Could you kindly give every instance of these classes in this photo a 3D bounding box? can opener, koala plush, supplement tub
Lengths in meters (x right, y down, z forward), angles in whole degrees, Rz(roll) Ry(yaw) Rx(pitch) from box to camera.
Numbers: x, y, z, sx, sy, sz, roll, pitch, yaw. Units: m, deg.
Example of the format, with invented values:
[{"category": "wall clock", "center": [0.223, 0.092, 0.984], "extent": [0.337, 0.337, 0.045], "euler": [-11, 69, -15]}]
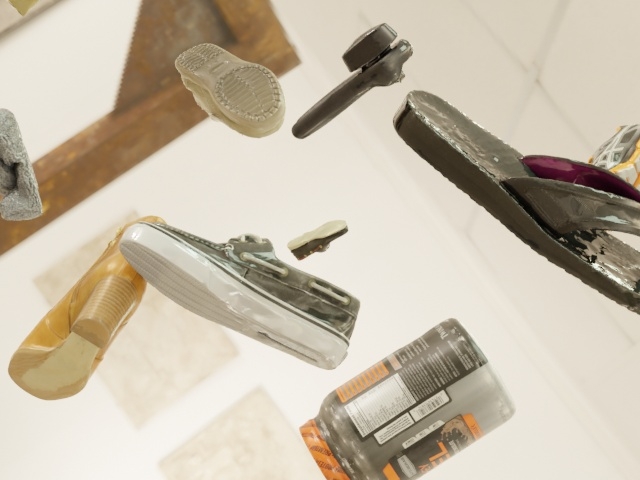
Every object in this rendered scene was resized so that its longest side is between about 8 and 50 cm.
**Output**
[{"category": "can opener", "center": [0.036, -0.186, 1.373], "extent": [0.073, 0.186, 0.059], "euler": [50, 29, 0]}, {"category": "koala plush", "center": [-0.660, -0.131, 2.127], "extent": [0.196, 0.221, 0.203], "euler": [-129, -155, -63]}, {"category": "supplement tub", "center": [0.146, 0.301, 1.949], "extent": [0.207, 0.338, 0.207], "euler": [58, -1, 2]}]

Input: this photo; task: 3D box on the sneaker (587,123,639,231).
[{"category": "sneaker", "center": [0.398, -0.085, 1.552], "extent": [0.083, 0.215, 0.084], "euler": [18, -38, 48]}]

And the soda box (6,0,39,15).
[{"category": "soda box", "center": [-0.414, -0.429, 1.709], "extent": [0.061, 0.181, 0.058], "euler": [43, -4, 18]}]

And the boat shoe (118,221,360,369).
[{"category": "boat shoe", "center": [-0.101, 0.050, 1.489], "extent": [0.335, 0.119, 0.121], "euler": [30, -24, -16]}]

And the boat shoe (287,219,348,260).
[{"category": "boat shoe", "center": [0.000, -0.001, 2.160], "extent": [0.042, 0.133, 0.049], "euler": [55, 28, -21]}]

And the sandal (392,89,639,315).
[{"category": "sandal", "center": [0.289, -0.052, 1.357], "extent": [0.446, 0.107, 0.167], "euler": [36, 26, 0]}]

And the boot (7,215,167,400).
[{"category": "boot", "center": [-0.317, 0.095, 1.594], "extent": [0.104, 0.211, 0.295], "euler": [39, -44, -14]}]

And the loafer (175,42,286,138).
[{"category": "loafer", "center": [-0.129, -0.223, 1.752], "extent": [0.268, 0.102, 0.092], "euler": [44, -18, 46]}]
